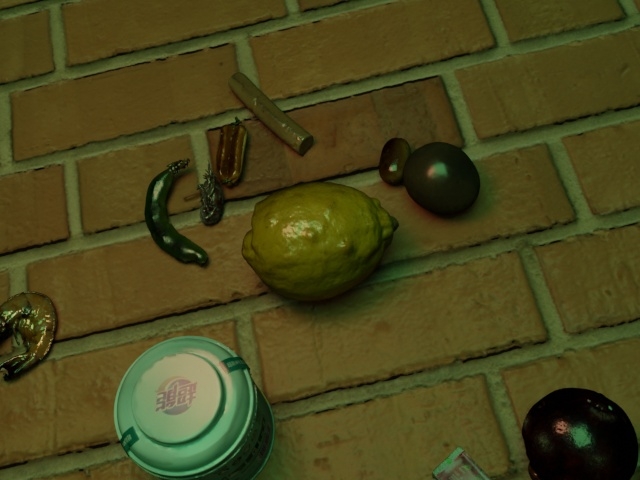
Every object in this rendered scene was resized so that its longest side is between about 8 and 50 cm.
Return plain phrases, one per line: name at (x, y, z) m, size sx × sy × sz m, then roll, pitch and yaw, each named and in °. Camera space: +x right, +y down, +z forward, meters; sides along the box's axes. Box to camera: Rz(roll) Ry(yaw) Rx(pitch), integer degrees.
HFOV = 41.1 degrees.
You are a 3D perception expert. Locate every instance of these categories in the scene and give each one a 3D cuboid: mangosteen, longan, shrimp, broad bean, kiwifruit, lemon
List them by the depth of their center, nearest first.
mangosteen at (0.502, 0.423, 1.699) m, size 0.228 × 0.228 × 0.265 m, roll 27°, pitch 111°, yaw 18°
lemon at (-0.007, 0.002, 1.920) m, size 0.316 × 0.285 × 0.285 m, roll 21°, pitch 67°, yaw -9°
shrimp at (-0.737, 0.246, 1.997) m, size 0.289 × 0.075 × 0.178 m, roll -38°, pitch 68°, yaw -26°
longan at (0.286, -0.146, 2.015) m, size 0.187 × 0.167 × 0.167 m, roll 38°, pitch 73°, yaw -1°
kiwifruit at (0.183, -0.194, 2.092) m, size 0.075 × 0.075 × 0.124 m, roll 6°, pitch 62°, yaw 10°
broad bean at (-0.363, -0.060, 2.096) m, size 0.144 × 0.049 × 0.292 m, roll -18°, pitch 69°, yaw 12°
shrimp at (-0.275, -0.120, 2.114) m, size 0.065 × 0.056 × 0.165 m, roll -8°, pitch 76°, yaw -14°

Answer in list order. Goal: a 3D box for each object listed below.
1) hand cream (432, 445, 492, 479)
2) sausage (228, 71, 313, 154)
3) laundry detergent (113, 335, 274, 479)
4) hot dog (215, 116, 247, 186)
hand cream at (0.349, 0.547, 1.737) m, size 0.079 × 0.050 × 0.275 m, roll -25°, pitch 55°, yaw -34°
sausage at (-0.135, -0.333, 2.202) m, size 0.066 × 0.066 × 0.301 m, roll -41°, pitch 65°, yaw -13°
laundry detergent at (-0.255, 0.360, 1.747) m, size 0.287 × 0.305 × 0.287 m, roll -3°, pitch 64°, yaw 6°
hot dog at (-0.225, -0.222, 2.162) m, size 0.072 × 0.055 × 0.188 m, roll 3°, pitch 65°, yaw 5°
